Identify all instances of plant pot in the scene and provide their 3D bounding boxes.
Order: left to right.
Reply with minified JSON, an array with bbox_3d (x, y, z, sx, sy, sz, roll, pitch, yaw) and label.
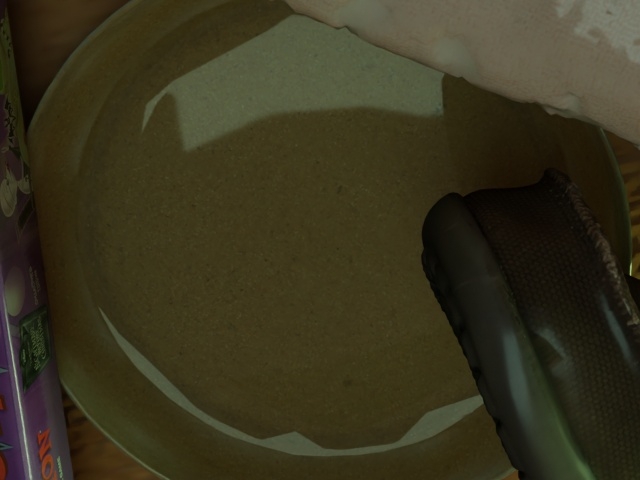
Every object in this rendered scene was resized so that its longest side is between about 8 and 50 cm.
[{"bbox_3d":[0.000,0.000,0.729,0.236,0.032,0.236,3,112,6],"label":"plant pot"}]

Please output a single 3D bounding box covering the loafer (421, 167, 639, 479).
[{"bbox_3d":[0.171,0.085,0.680,0.130,0.134,0.366,-39,123,12],"label":"loafer"}]

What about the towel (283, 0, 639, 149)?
[{"bbox_3d":[0.147,-0.168,0.529,0.332,0.053,0.317,24,108,4],"label":"towel"}]

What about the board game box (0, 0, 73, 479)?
[{"bbox_3d":[-0.207,0.020,0.736,0.208,0.056,0.346,0,112,12],"label":"board game box"}]
